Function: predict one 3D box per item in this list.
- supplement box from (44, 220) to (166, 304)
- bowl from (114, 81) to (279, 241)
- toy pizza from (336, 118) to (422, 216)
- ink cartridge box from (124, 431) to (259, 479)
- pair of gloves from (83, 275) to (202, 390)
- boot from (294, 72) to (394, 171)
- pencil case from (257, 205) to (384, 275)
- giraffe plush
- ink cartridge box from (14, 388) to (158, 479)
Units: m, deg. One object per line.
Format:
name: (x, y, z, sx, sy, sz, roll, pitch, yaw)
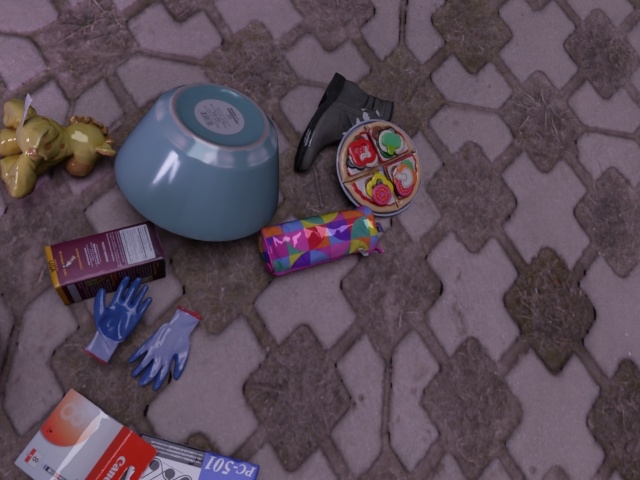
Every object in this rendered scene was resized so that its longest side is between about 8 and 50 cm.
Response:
supplement box: (-0.376, 0.039, 1.205, 0.188, 0.104, 0.081, -16, 73, -16)
bowl: (-0.200, -0.165, 1.224, 0.311, 0.163, 0.311, 14, 46, -15)
toy pizza: (0.126, -0.149, 1.376, 0.201, 0.032, 0.201, 3, 82, -25)
ink cartridge box: (-0.214, 0.396, 1.132, 0.207, 0.046, 0.097, 17, 68, -4)
pair of gloves: (-0.312, 0.159, 1.183, 0.198, 0.023, 0.159, 33, 74, -17)
boot: (0.056, -0.222, 1.402, 0.161, 0.083, 0.246, 28, 68, -6)
pencil case: (0.000, 0.000, 1.296, 0.236, 0.104, 0.104, -12, 72, -13)
giraffe plush: (-0.478, -0.178, 1.250, 0.170, 0.210, 0.181, 0, 62, -42)
ink cartridge box: (-0.378, 0.348, 1.094, 0.179, 0.045, 0.145, 29, 73, 19)
